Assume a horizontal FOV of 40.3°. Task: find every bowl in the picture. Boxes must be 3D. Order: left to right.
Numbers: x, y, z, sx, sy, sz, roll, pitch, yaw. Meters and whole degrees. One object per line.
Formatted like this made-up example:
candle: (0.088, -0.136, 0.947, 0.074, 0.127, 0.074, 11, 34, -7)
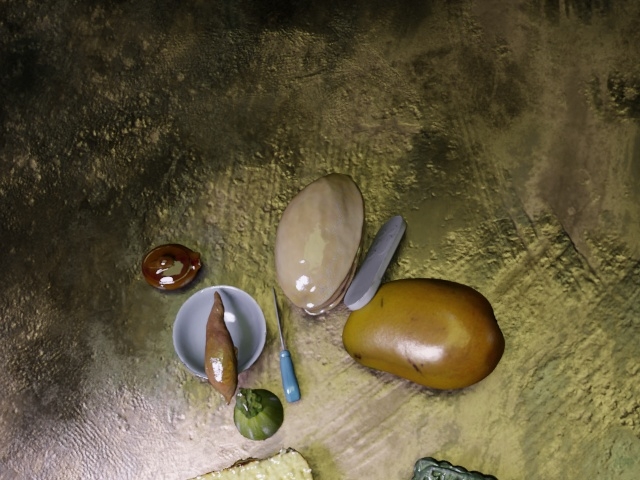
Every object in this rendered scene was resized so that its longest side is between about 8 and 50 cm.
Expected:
bowl: (-0.195, 0.192, 1.754, 0.189, 0.086, 0.189, -2, 73, 6)

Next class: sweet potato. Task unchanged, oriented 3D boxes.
sweet potato: (-0.193, 0.201, 1.674, 0.068, 0.068, 0.226, -9, 72, 1)

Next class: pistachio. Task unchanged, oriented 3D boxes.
pistachio: (0.000, 0.000, 1.758, 0.181, 0.162, 0.293, 6, 72, 22)

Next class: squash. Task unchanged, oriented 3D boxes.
squash: (-0.129, 0.326, 1.681, 0.105, 0.132, 0.105, -2, 70, 5)

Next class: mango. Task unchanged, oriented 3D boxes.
mango: (0.197, 0.177, 1.690, 0.317, 0.173, 0.211, 4, 75, 18)

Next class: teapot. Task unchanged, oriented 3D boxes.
teapot: (-0.309, 0.050, 1.811, 0.129, 0.078, 0.098, -5, 72, 3)

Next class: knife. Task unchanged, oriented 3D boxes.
knife: (-0.075, 0.204, 1.756, 0.032, 0.058, 0.244, -12, 72, 2)

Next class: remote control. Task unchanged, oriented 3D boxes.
remote control: (0.113, 0.042, 1.752, 0.022, 0.077, 0.245, 44, 52, -18)

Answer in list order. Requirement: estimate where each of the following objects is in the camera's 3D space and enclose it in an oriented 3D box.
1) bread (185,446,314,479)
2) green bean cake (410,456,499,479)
bread: (-0.129, 0.500, 1.625, 0.260, 0.147, 0.160, -18, 63, -8)
green bean cake: (0.240, 0.503, 1.617, 0.173, 0.094, 0.181, 17, 75, 9)
